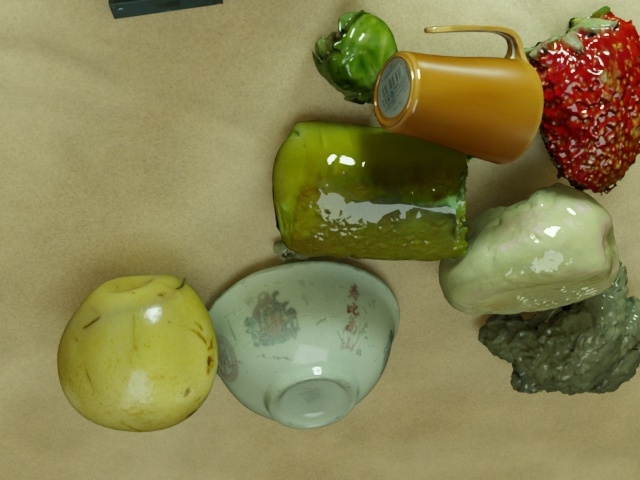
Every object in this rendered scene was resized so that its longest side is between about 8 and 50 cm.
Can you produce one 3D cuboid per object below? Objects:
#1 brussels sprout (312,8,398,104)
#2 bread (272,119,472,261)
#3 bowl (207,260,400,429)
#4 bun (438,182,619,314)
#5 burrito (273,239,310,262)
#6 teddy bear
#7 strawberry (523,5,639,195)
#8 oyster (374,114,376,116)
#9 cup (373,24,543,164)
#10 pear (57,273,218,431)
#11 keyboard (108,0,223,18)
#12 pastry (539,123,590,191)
[{"bbox_3d":[0.072,-0.302,1.558,0.139,0.100,0.181,-40,122,1],"label":"brussels sprout"},{"bbox_3d":[0.093,-0.079,1.682,0.376,0.208,0.251,5,123,-12],"label":"bread"},{"bbox_3d":[-0.029,0.260,1.913,0.434,0.196,0.435,-6,135,-6],"label":"bowl"},{"bbox_3d":[0.404,0.018,1.793,0.361,0.213,0.361,-7,161,-3],"label":"bun"},{"bbox_3d":[0.000,0.001,1.821,0.188,0.045,0.058,-17,138,0],"label":"burrito"},{"bbox_3d":[0.584,0.233,2.073,0.357,0.224,0.367,-36,142,15],"label":"teddy bear"},{"bbox_3d":[0.490,-0.237,1.590,0.233,0.138,0.306,-29,97,-9],"label":"strawberry"},{"bbox_3d":[0.168,-0.233,1.650,0.146,0.045,0.121,-6,173,16],"label":"oyster"},{"bbox_3d":[0.233,-0.251,1.536,0.264,0.182,0.226,5,98,-28],"label":"cup"},{"bbox_3d":[-0.344,0.212,1.762,0.309,0.309,0.309,-6,130,-7],"label":"pear"},{"bbox_3d":[-0.241,-0.375,1.459,0.176,0.014,0.055,-9,167,-5],"label":"keyboard"},{"bbox_3d":[0.473,-0.185,1.735,0.115,0.097,0.208,-29,128,18],"label":"pastry"}]
